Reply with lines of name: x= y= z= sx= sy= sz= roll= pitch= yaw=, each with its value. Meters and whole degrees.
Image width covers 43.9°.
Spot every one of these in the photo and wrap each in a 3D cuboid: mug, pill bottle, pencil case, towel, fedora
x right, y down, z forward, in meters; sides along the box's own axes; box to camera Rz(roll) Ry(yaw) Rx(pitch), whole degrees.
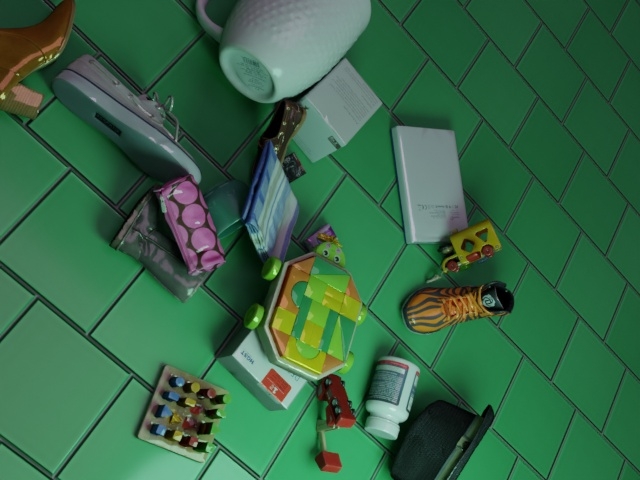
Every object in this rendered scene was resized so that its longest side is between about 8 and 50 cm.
mug: x=-0.210 y=-0.073 z=1.783 sx=0.129 sy=0.158 sz=0.097 roll=-33 pitch=87 yaw=-12
pill bottle: x=0.168 y=0.381 z=1.916 sx=0.108 sy=0.108 sz=0.180 roll=31 pitch=63 yaw=-23
pencil case: x=-0.275 y=-0.028 z=1.661 sx=0.209 sy=0.095 sz=0.098 roll=67 pitch=27 yaw=-7
towel: x=-0.106 y=-0.064 z=1.781 sx=0.034 sy=0.285 sz=0.209 roll=8 pitch=65 yaw=15
mug: x=-0.119 y=-0.516 z=1.881 sx=0.374 sy=0.276 sz=0.328 roll=31 pitch=63 yaw=11
fedora: x=0.275 y=0.506 z=1.904 sx=0.152 sy=0.334 sz=0.334 roll=33 pitch=57 yaw=16

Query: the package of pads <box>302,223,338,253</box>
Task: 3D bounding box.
package of pads: x=0.000 y=0.000 z=1.946 sx=0.083 sy=0.032 sz=0.050 roll=-37 pitch=102 yaw=-34

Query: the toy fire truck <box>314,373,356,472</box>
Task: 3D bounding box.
toy fire truck: x=0.024 y=0.417 z=1.819 sx=0.047 sy=0.135 sz=0.192 roll=16 pitch=31 yaw=-29

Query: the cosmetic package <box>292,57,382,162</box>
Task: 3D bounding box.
cosmetic package: x=0.022 y=-0.320 z=1.967 sx=0.151 sy=0.151 sz=0.184 roll=49 pitch=57 yaw=-13

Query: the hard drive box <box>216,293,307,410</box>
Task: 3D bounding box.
hard drive box: x=-0.091 y=0.238 z=1.795 sx=0.181 sy=0.089 sz=0.232 roll=46 pitch=59 yaw=-14

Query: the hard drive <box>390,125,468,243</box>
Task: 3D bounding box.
hard drive: x=0.302 y=-0.150 z=2.173 sx=0.210 sy=0.040 sz=0.319 roll=0 pitch=79 yaw=-33

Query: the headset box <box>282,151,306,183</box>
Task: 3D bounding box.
headset box: x=-0.079 y=-0.173 z=1.937 sx=0.083 sy=0.032 sz=0.062 roll=-35 pitch=99 yaw=-35

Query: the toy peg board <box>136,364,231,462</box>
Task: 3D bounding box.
toy peg board: x=-0.271 y=0.361 z=1.653 sx=0.160 sy=0.079 sz=0.161 roll=30 pitch=63 yaw=-24

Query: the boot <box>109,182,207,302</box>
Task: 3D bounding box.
boot: x=-0.325 y=0.005 z=1.710 sx=0.208 sy=0.076 sz=0.190 roll=34 pitch=73 yaw=-15

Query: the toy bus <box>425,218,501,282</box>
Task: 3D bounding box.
toy bus: x=0.380 y=0.016 z=2.100 sx=0.202 sy=0.191 sz=0.104 roll=-16 pitch=78 yaw=-33

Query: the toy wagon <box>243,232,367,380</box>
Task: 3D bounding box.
toy wagon: x=-0.014 y=0.131 z=1.775 sx=0.267 sy=0.068 sz=0.344 roll=30 pitch=63 yaw=-24

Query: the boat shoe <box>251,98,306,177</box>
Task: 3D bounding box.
boat shoe: x=-0.112 y=-0.234 z=1.859 sx=0.073 sy=0.073 sz=0.207 roll=17 pitch=103 yaw=-49

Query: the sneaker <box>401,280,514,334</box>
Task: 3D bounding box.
sneaker: x=0.371 y=0.159 z=2.057 sx=0.321 sy=0.180 sz=0.125 roll=-12 pitch=85 yaw=-35

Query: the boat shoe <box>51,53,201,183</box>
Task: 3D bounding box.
boat shoe: x=-0.386 y=-0.269 z=1.715 sx=0.367 sy=0.136 sz=0.156 roll=37 pitch=58 yaw=-9

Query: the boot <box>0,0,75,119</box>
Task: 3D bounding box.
boot: x=-0.631 y=-0.403 z=1.594 sx=0.211 sy=0.104 sz=0.295 roll=23 pitch=71 yaw=-27
